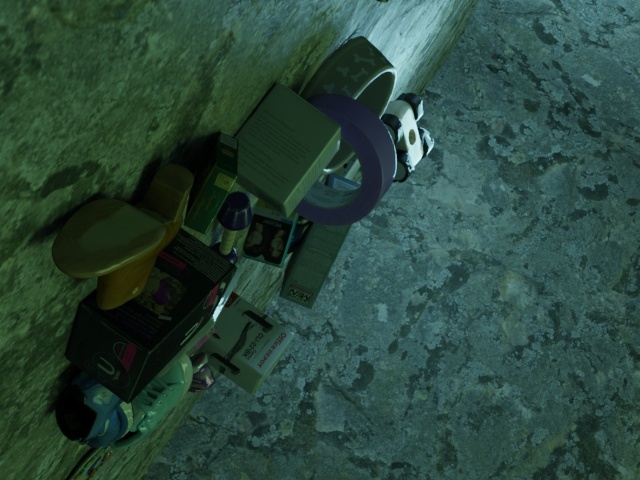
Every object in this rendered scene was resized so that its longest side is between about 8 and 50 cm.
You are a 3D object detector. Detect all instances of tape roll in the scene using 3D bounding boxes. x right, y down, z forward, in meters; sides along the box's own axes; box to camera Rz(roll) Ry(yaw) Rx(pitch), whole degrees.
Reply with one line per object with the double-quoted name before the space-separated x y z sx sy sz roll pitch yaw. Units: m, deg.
"tape roll" 0.021 -0.170 1.497 0.090 0.275 0.275 -51 174 -50

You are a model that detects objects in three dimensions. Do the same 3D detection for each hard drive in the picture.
"hard drive" -0.291 0.180 1.677 0.203 0.040 0.307 -43 -169 19

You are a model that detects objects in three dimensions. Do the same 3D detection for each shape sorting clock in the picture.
"shape sorting clock" -0.642 0.637 1.934 0.206 0.040 0.206 -55 175 -7

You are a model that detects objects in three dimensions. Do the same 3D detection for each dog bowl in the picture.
"dog bowl" 0.054 -0.308 1.664 0.349 0.102 0.349 -50 167 -16

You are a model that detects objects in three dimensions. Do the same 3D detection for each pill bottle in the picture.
"pill bottle" -0.090 -0.067 2.034 0.123 0.123 0.219 -51 173 -42

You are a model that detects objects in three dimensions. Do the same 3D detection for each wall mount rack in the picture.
"wall mount rack" 0.040 -0.219 2.313 0.350 0.130 0.304 -55 172 4

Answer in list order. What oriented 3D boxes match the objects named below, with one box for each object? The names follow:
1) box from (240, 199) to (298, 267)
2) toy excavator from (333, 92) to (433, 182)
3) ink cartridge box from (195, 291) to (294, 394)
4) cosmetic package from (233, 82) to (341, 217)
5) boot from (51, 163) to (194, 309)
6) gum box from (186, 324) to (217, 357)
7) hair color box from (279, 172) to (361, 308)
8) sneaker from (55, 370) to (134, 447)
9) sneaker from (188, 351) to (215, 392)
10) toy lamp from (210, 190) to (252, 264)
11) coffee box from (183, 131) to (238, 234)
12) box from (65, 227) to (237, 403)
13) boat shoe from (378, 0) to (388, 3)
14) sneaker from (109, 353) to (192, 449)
"box" -0.103 -0.065 1.647 0.060 0.100 0.244 77 29 -82
"toy excavator" 0.170 -0.307 2.539 0.222 0.445 0.433 -50 132 -39
"ink cartridge box" -0.246 0.293 2.068 0.197 0.273 0.114 -51 174 -46
"cosmetic package" -0.073 -0.168 1.334 0.183 0.151 0.151 -54 176 -8
"boot" -0.280 0.031 0.964 0.211 0.104 0.295 -59 178 33
"gum box" -0.373 0.289 1.874 0.188 0.062 0.107 -43 -177 34
"hair color box" 0.000 0.000 2.120 0.185 0.113 0.374 -82 -163 -66
"sneaker" -0.452 0.327 1.358 0.147 0.130 0.330 -33 159 -37
"sneaker" -0.383 0.389 1.989 0.236 0.104 0.095 -15 -158 47
"toy lamp" -0.202 -0.023 1.542 0.080 0.080 0.274 -52 176 -31
"coffee box" -0.173 -0.097 1.114 0.113 0.040 0.184 -57 -161 20
"box" -0.293 0.124 1.230 0.270 0.143 0.165 -49 171 -49
"boat shoe" 0.132 -0.541 1.434 0.049 0.043 0.137 -52 173 -17
"sneaker" -0.452 0.429 1.821 0.366 0.135 0.150 -59 177 31
